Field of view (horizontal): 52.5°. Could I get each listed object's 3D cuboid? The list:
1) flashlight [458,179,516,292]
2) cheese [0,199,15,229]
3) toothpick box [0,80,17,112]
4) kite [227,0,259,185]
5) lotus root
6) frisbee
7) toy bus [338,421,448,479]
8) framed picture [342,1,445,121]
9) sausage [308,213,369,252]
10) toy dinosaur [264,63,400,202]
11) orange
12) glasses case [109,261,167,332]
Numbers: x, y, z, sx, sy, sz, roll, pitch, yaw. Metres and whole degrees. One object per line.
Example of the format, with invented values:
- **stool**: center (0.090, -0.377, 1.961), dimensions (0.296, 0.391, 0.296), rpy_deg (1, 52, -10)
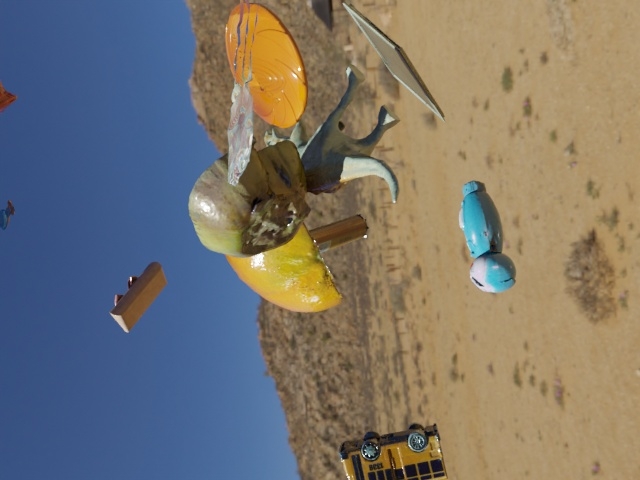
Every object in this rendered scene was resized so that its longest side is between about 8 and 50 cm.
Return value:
- **flashlight**: center (0.183, -0.004, 0.717), dimensions (0.051, 0.051, 0.129), rpy_deg (74, -170, -67)
- **cheese**: center (-0.755, -0.060, 1.557), dimensions (0.017, 0.111, 0.047), rpy_deg (-19, -100, -46)
- **toothpick box**: center (-0.319, -0.153, 0.593), dimensions (0.083, 0.047, 0.047), rpy_deg (60, -165, -22)
- **kite**: center (-0.085, -0.174, 0.720), dimensions (0.127, 0.016, 0.229), rpy_deg (179, 94, -68)
- **lotus root**: center (-0.082, -0.044, 0.915), dimensions (0.078, 0.183, 0.203), rpy_deg (43, 159, 33)
- **frisbee**: center (-0.090, -0.256, 0.971), dimensions (0.192, 0.035, 0.192), rpy_deg (38, 144, 34)
- **toy bus**: center (0.145, 0.437, 1.293), dimensions (0.098, 0.201, 0.114), rpy_deg (22, -125, -83)
- **framed picture**: center (0.181, -0.416, 1.515), dimensions (0.232, 0.019, 0.296), rpy_deg (53, -170, 35)
- **sausage**: center (0.000, 0.000, 1.838), dimensions (0.372, 0.082, 0.082), rpy_deg (-19, -71, -46)
- **toy dinosaur**: center (0.036, -0.138, 0.968), dimensions (0.092, 0.205, 0.393), rpy_deg (27, -163, -41)
- **orange**: center (-0.063, -0.011, 1.229), dimensions (0.274, 0.274, 0.310), rpy_deg (-84, 4, -63)
- **glasses case**: center (-0.496, 0.154, 1.755), dimensions (0.102, 0.070, 0.193), rpy_deg (85, -151, -48)
